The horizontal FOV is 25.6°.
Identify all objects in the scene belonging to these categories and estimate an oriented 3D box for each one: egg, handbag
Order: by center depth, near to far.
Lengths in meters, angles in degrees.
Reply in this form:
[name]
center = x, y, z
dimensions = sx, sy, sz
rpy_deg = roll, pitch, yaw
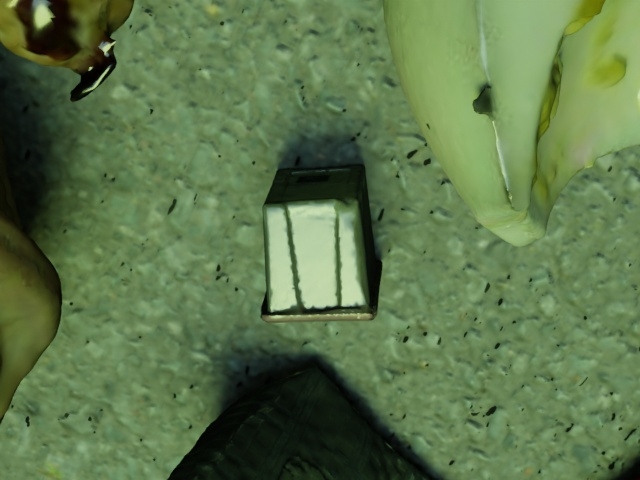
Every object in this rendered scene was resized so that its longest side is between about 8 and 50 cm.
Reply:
[egg]
center = 0.129, -0.122, 0.620
dimensions = 0.271, 0.162, 0.206
rpy_deg = -23, 105, -23
[handbag]
center = 0.021, 0.186, 0.750
dimensions = 0.270, 0.175, 0.089
rpy_deg = 43, 113, -14

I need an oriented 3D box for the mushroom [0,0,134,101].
[mushroom]
center = -0.103, -0.239, 0.528
dimensions = 0.346, 0.259, 0.345
rpy_deg = 0, 114, 0

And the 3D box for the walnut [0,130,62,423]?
[walnut]
center = -0.243, 0.016, 0.645
dimensions = 0.227, 0.273, 0.273
rpy_deg = 29, 113, 7

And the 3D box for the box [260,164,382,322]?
[box]
center = 0.000, 0.000, 0.722
dimensions = 0.060, 0.084, 0.063
rpy_deg = -1, 108, 5

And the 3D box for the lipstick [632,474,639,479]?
[lipstick]
center = 0.235, 0.120, 0.759
dimensions = 0.080, 0.080, 0.241
rpy_deg = 39, 111, -12
